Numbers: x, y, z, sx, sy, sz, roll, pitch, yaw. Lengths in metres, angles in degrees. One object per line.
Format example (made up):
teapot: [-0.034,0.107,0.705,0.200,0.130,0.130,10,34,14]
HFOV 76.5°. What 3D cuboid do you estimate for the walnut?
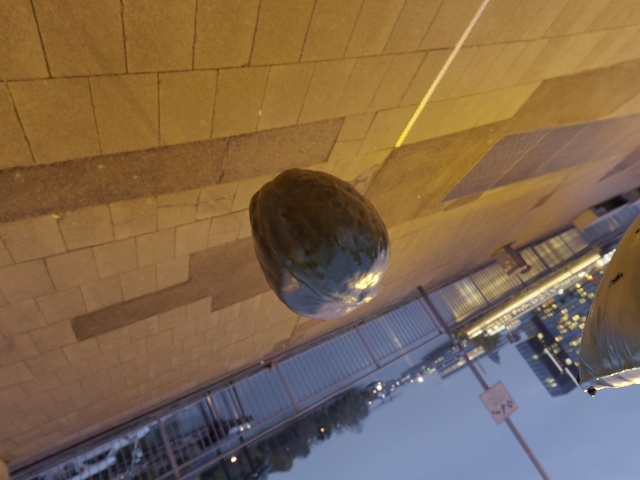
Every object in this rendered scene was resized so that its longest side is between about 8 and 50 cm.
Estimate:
walnut: [0.000,0.000,0.728,0.282,0.283,0.227,-1,140,-52]

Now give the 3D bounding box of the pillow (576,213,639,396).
pillow: [0.415,0.037,0.477,0.313,0.119,0.310,-58,150,-10]
